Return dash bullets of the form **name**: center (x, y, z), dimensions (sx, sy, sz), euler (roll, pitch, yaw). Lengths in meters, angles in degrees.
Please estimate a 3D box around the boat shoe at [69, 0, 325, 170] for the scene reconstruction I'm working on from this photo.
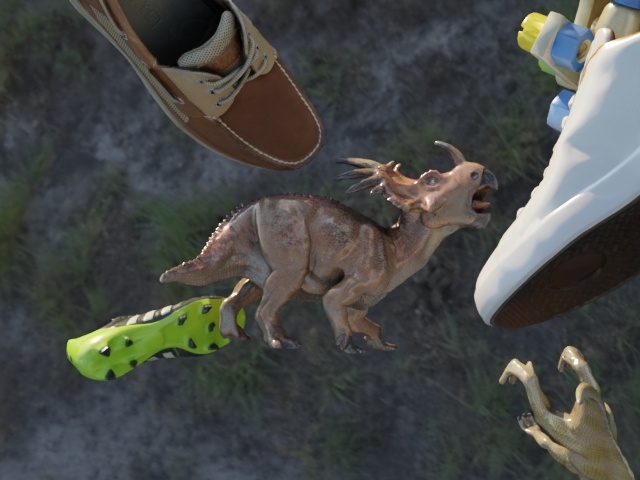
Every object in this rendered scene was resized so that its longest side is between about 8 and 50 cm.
- **boat shoe**: center (-0.110, -0.170, 1.112), dimensions (0.123, 0.324, 0.116), euler (-53, 29, -4)

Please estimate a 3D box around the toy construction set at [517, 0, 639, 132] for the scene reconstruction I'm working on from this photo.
- **toy construction set**: center (0.283, -0.177, 0.986), dimensions (0.151, 0.327, 0.215), euler (24, 104, 20)

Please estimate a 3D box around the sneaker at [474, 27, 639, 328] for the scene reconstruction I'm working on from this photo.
- **sneaker**: center (0.200, -0.062, 0.812), dimensions (0.290, 0.106, 0.123), euler (-47, 51, 25)

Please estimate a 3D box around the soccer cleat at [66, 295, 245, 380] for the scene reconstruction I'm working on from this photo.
- **soccer cleat**: center (-0.156, 0.086, 1.146), dimensions (0.072, 0.179, 0.060), euler (18, 117, 51)

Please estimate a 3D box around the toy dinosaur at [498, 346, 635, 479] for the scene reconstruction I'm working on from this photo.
- **toy dinosaur**: center (0.141, 0.099, 0.639), dimensions (0.053, 0.183, 0.092), euler (-26, 48, -8)

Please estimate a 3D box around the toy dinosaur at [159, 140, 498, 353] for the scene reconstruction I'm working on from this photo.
- **toy dinosaur**: center (0.000, 0.000, 1.115), dimensions (0.295, 0.127, 0.200), euler (5, 88, -11)
